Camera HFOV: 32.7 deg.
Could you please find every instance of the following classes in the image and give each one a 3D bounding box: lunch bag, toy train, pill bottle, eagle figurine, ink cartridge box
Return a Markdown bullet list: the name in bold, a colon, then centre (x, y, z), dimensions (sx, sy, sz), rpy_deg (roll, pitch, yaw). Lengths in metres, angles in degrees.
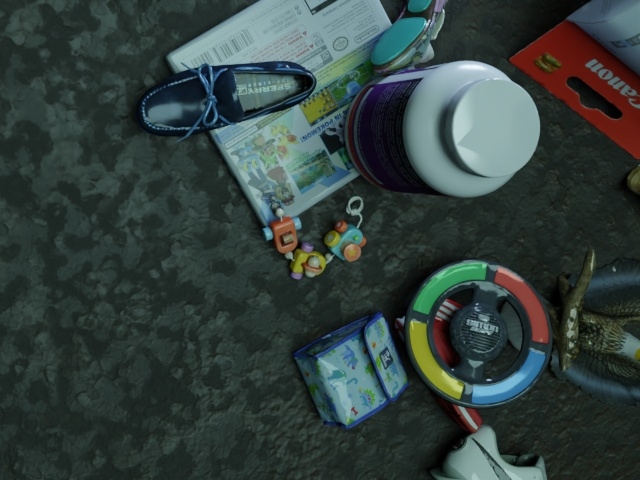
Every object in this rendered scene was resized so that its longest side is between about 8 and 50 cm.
- **lunch bag**: centre (0.057, 0.196, 1.661), dimensions (0.151, 0.096, 0.129), rpy_deg (-27, 100, -30)
- **toy train**: centre (0.000, 0.000, 1.623), dimensions (0.166, 0.046, 0.125), rpy_deg (-17, 124, -19)
- **pill bottle**: centre (0.166, -0.151, 1.505), dimensions (0.181, 0.323, 0.181), rpy_deg (-2, 95, -19)
- **eagle figurine**: centre (0.466, 0.150, 1.768), dimensions (0.298, 0.225, 0.226), rpy_deg (9, 137, -48)
- **ink cartridge box**: centre (0.506, -0.242, 1.619), dimensions (0.308, 0.385, 0.091), rpy_deg (33, 57, -19)

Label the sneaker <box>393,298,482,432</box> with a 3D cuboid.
- **sneaker**: centre (0.222, 0.186, 1.712), dimensions (0.128, 0.087, 0.221), rpy_deg (-35, 102, -13)

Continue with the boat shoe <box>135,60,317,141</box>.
- **boat shoe**: centre (-0.130, -0.211, 1.519), dimensions (0.258, 0.089, 0.109), rpy_deg (-21, 101, -16)

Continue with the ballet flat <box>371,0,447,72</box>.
- **ballet flat**: centre (0.149, -0.319, 1.634), dimensions (0.079, 0.077, 0.221), rpy_deg (51, 56, -43)

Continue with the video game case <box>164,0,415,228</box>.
- **video game case**: centre (-0.019, -0.224, 1.625), dimensions (0.329, 0.036, 0.300), rpy_deg (-33, 104, -14)

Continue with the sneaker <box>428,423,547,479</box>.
- **sneaker**: centre (0.338, 0.428, 1.757), dimensions (0.330, 0.122, 0.146), rpy_deg (44, 82, -17)

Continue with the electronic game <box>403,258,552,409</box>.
- **electronic game**: centre (0.239, 0.141, 1.652), dimensions (0.229, 0.048, 0.229), rpy_deg (1, 76, -5)

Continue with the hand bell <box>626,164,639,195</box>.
- **hand bell**: centre (0.611, -0.015, 1.839), dimensions (0.126, 0.126, 0.242), rpy_deg (-32, 117, -14)
